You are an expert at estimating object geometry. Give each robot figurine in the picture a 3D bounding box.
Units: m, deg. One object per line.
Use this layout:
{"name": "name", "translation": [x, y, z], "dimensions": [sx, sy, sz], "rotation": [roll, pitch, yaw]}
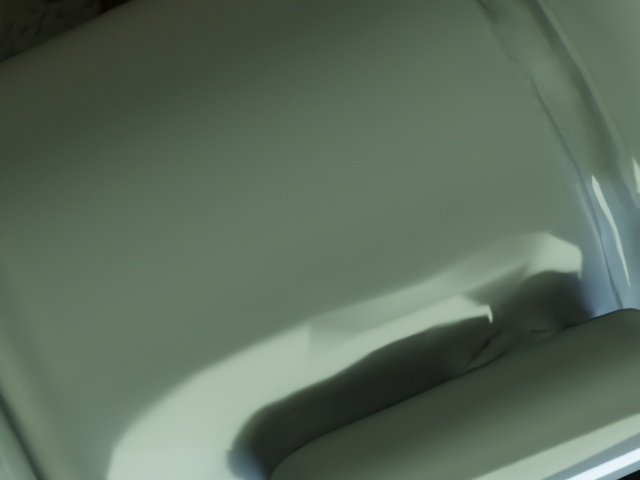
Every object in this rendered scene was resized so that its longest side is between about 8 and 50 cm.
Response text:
{"name": "robot figurine", "translation": [0.000, 0.000, 0.532], "dimensions": [0.353, 0.300, 0.200], "rotation": [-26, 127, -9]}

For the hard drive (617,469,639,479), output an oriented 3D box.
{"name": "hard drive", "translation": [0.049, 0.188, 0.800], "dimensions": [0.339, 0.064, 0.237], "rotation": [26, 116, -29]}
